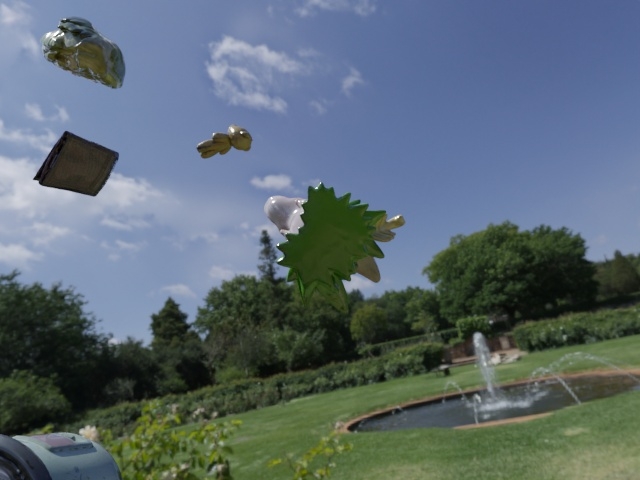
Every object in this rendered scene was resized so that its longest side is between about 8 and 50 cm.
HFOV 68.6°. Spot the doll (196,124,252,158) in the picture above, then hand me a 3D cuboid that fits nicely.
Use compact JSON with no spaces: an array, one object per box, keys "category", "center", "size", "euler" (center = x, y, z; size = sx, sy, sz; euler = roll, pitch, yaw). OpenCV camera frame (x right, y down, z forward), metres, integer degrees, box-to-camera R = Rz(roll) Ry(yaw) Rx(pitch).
[{"category":"doll","center":[-0.169,-0.171,0.834],"size":[0.093,0.051,0.061],"euler":[-38,-17,-11]}]

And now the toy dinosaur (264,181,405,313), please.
[{"category":"toy dinosaur","center":[-0.001,0.007,0.628],"size":[0.194,0.152,0.177],"euler":[20,3,1]}]

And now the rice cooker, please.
[{"category":"rice cooker","center":[-0.463,0.426,0.700],"size":[0.317,0.264,0.316],"euler":[15,-16,4]}]

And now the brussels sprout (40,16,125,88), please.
[{"category":"brussels sprout","center":[-0.404,-0.324,0.823],"size":[0.181,0.100,0.139],"euler":[15,-16,48]}]

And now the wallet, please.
[{"category":"wallet","center":[-0.464,-0.143,0.912],"size":[0.111,0.030,0.166],"euler":[-55,-8,3]}]
